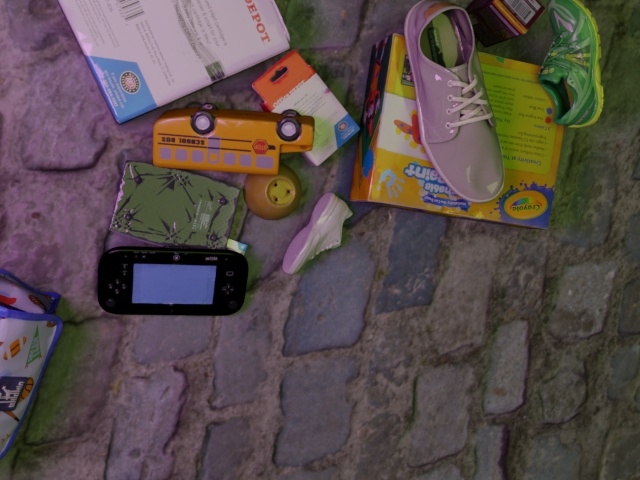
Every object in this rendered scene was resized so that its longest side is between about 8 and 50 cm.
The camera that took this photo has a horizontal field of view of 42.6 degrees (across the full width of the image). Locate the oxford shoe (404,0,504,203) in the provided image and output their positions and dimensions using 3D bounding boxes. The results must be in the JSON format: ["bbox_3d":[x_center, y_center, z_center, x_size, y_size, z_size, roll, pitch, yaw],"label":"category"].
[{"bbox_3d":[0.288,-0.290,1.724,0.169,0.130,0.450,-19,99,-14],"label":"oxford shoe"}]

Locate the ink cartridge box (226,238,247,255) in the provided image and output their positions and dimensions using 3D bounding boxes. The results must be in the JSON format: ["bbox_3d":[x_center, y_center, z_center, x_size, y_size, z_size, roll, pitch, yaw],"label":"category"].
[{"bbox_3d":[-0.201,0.041,1.842,0.048,0.028,0.083,20,90,-15],"label":"ink cartridge box"}]

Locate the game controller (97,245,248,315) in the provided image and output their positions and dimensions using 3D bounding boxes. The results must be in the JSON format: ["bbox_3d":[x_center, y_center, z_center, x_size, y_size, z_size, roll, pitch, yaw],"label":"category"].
[{"bbox_3d":[-0.318,0.088,1.778,0.319,0.067,0.167,2,128,-15],"label":"game controller"}]

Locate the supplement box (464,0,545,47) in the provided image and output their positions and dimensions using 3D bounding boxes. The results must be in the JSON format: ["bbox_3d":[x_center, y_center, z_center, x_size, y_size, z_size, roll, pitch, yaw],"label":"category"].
[{"bbox_3d":[0.410,-0.518,1.871,0.104,0.188,0.081,42,82,-14],"label":"supplement box"}]

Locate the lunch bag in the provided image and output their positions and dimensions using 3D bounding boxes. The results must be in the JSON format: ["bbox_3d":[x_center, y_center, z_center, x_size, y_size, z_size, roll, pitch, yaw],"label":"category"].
[{"bbox_3d":[-0.651,0.236,1.558,0.238,0.385,0.328,25,87,-15],"label":"lunch bag"}]

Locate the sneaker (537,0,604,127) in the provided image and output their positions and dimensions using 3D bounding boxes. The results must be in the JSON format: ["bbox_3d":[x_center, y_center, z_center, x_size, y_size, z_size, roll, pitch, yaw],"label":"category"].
[{"bbox_3d":[0.540,-0.391,1.792,0.123,0.109,0.296,-14,96,-18],"label":"sneaker"}]

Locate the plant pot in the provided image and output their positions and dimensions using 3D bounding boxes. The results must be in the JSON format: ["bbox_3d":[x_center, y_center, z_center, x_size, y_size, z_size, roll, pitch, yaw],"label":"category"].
[{"bbox_3d":[-0.097,-0.109,1.822,0.134,0.095,0.134,-1,95,-15],"label":"plant pot"}]

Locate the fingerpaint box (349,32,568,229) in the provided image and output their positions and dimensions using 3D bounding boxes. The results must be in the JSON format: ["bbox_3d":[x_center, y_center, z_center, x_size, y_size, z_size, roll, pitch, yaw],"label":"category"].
[{"bbox_3d":[0.319,-0.238,1.886,0.444,0.163,0.371,7,92,-15],"label":"fingerpaint box"}]

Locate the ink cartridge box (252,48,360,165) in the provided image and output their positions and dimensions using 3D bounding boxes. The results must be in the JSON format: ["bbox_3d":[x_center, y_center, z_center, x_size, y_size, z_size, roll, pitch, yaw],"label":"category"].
[{"bbox_3d":[-0.039,-0.294,1.830,0.134,0.078,0.231,-41,103,-7],"label":"ink cartridge box"}]

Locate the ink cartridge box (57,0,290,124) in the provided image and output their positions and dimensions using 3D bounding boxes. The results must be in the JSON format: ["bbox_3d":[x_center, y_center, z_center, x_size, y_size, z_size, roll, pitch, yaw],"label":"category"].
[{"bbox_3d":[-0.302,-0.448,1.702,0.394,0.166,0.286,-26,101,-10],"label":"ink cartridge box"}]

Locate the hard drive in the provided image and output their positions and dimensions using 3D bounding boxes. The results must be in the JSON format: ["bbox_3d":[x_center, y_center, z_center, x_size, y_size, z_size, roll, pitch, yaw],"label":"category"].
[{"bbox_3d":[-0.317,-0.069,1.789,0.254,0.054,0.172,14,91,-16],"label":"hard drive"}]

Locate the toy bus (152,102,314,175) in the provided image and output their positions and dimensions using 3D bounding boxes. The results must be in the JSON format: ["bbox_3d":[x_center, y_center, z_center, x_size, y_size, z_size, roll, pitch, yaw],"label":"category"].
[{"bbox_3d":[-0.181,-0.215,1.739,0.332,0.108,0.130,4,109,-2],"label":"toy bus"}]

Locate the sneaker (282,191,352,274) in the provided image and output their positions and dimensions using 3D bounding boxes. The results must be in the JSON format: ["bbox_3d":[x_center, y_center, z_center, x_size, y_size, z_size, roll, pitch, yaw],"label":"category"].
[{"bbox_3d":[0.000,0.000,1.872,0.094,0.080,0.212,37,84,-26],"label":"sneaker"}]
